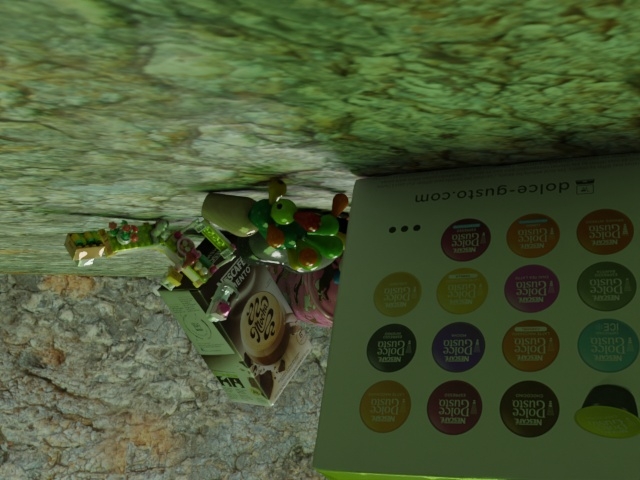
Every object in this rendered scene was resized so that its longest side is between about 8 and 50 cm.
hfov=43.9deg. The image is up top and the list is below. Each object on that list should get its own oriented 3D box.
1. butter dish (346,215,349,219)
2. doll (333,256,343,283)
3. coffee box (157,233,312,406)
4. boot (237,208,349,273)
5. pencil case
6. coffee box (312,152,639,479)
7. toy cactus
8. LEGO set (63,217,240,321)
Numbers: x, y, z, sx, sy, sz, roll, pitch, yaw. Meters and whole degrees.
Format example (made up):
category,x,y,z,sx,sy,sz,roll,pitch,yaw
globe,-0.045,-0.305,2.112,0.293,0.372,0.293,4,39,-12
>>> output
category,x,y,z,sx,sy,sz,roll,pitch,yaw
butter dish,0.132,0.005,1.099,0.160,0.118,0.160,2,174,-20
doll,0.067,0.020,1.322,0.046,0.129,0.189,37,-159,6
coffee box,-0.157,0.153,1.527,0.119,0.297,0.168,-3,-143,39
boot,0.000,0.000,1.274,0.161,0.083,0.246,-15,171,35
pencil case,-0.005,0.082,1.600,0.160,0.167,0.386,38,166,-10
coffee box,0.228,0.145,0.867,0.338,0.334,0.338,-4,148,24
toy cactus,-0.055,-0.027,0.969,0.181,0.112,0.219,17,180,10
LEGO set,-0.239,0.013,1.233,0.287,0.132,0.107,28,142,-28
